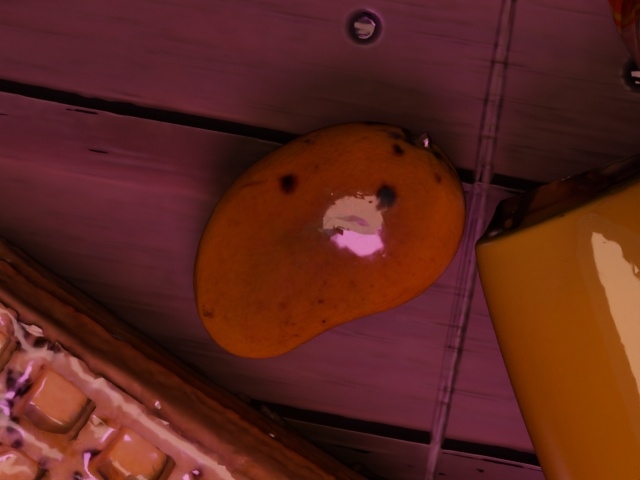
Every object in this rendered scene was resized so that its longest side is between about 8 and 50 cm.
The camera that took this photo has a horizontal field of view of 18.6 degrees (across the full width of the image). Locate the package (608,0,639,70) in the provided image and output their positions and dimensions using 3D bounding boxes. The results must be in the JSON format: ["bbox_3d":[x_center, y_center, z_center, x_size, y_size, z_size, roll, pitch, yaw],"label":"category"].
[{"bbox_3d":[0.263,-0.089,1.036,0.288,0.223,0.108,35,86,4],"label":"package"}]

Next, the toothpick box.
[{"bbox_3d":[0.196,0.083,1.093,0.175,0.175,0.271,-23,93,10],"label":"toothpick box"}]

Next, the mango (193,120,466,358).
[{"bbox_3d":[0.000,-0.003,1.148,0.178,0.090,0.115,-24,103,19],"label":"mango"}]

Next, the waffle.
[{"bbox_3d":[-0.123,0.201,1.186,0.376,0.114,0.261,33,104,1],"label":"waffle"}]
